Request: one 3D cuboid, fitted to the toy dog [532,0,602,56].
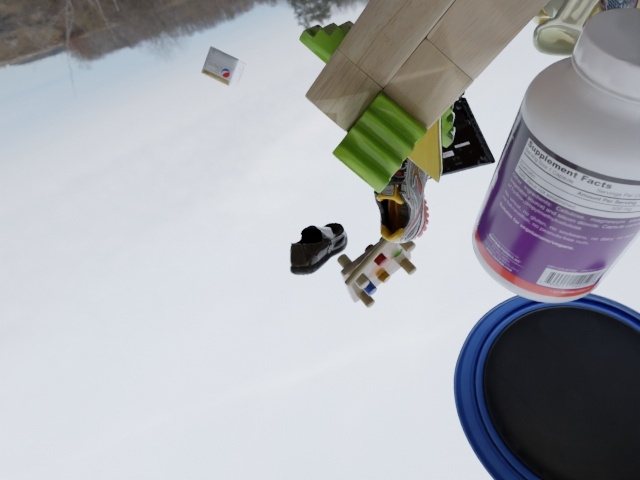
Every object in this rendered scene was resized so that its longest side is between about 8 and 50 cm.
[{"bbox_3d":[0.775,-0.733,1.341,0.395,0.285,0.408,9,-136,-1],"label":"toy dog"}]

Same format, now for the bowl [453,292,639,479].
[{"bbox_3d":[0.423,0.277,0.797,0.391,0.392,0.077,17,-170,42],"label":"bowl"}]

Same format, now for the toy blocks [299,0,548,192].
[{"bbox_3d":[0.137,-0.237,0.430,0.261,0.190,0.381,-47,-172,35],"label":"toy blocks"}]

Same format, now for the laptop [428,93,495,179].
[{"bbox_3d":[0.313,-0.311,1.160,0.136,0.264,0.234,-39,-164,-27],"label":"laptop"}]

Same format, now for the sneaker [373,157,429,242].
[{"bbox_3d":[0.138,-0.102,0.781,0.088,0.226,0.092,6,-164,37],"label":"sneaker"}]

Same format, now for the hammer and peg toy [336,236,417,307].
[{"bbox_3d":[0.168,0.057,1.453,0.266,0.361,0.127,-37,-118,-6],"label":"hammer and peg toy"}]

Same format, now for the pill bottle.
[{"bbox_3d":[0.303,-0.080,0.546,0.181,0.323,0.182,0,-130,0],"label":"pill bottle"}]

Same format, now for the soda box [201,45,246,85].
[{"bbox_3d":[-0.242,-0.438,1.194,0.073,0.069,0.216,23,-166,-10],"label":"soda box"}]

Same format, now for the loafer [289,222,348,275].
[{"bbox_3d":[0.000,0.000,1.024,0.080,0.079,0.220,0,-158,24],"label":"loafer"}]

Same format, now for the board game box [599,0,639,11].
[{"bbox_3d":[0.718,-0.491,1.046,0.042,0.244,0.165,-10,167,2],"label":"board game box"}]
